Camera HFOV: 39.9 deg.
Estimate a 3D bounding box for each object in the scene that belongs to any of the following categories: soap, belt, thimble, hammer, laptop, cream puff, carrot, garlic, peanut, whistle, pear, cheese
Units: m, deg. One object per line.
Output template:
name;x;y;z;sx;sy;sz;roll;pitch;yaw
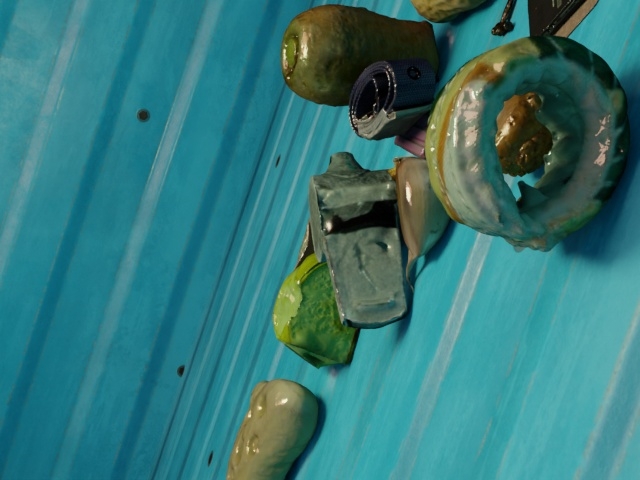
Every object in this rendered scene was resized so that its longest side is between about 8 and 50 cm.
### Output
soap;0.226;-0.231;1.834;0.203;0.065;0.122;-127;57;-71
belt;0.153;-0.290;1.808;0.230;0.126;0.140;140;117;-63
thimble;0.282;-0.130;1.210;0.167;0.254;0.288;-156;65;-77
hammer;0.375;-0.479;1.695;0.178;0.021;0.065;-69;16;1
laptop;0.405;-0.450;1.531;0.154;0.026;0.207;132;151;-54
cream puff;0.315;-0.167;1.382;0.150;0.115;0.165;-56;13;27
carrot;0.087;-0.404;1.954;0.224;0.340;0.224;180;90;-66
garlic;0.191;-0.041;1.695;0.148;0.128;0.267;40;-127;-71
peanut;0.277;-0.549;1.885;0.153;0.140;0.325;-56;11;-4
whistle;0.080;-0.011;1.814;0.405;0.168;0.188;-105;12;-52
pear;-0.013;0.143;2.048;0.282;0.176;0.287;180;109;-75
cheese;-0.121;0.499;2.095;0.351;0.129;0.328;152;136;-70

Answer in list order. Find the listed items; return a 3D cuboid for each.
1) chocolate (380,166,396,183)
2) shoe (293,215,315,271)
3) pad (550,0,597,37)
chocolate;0.136;-0.124;2.004;0.219;0.085;0.086;145;140;-62
shoe;0.000;0.000;2.291;0.098;0.103;0.275;-86;19;-81
pad;0.422;-0.447;1.527;0.176;0.002;0.266;127;155;-50
